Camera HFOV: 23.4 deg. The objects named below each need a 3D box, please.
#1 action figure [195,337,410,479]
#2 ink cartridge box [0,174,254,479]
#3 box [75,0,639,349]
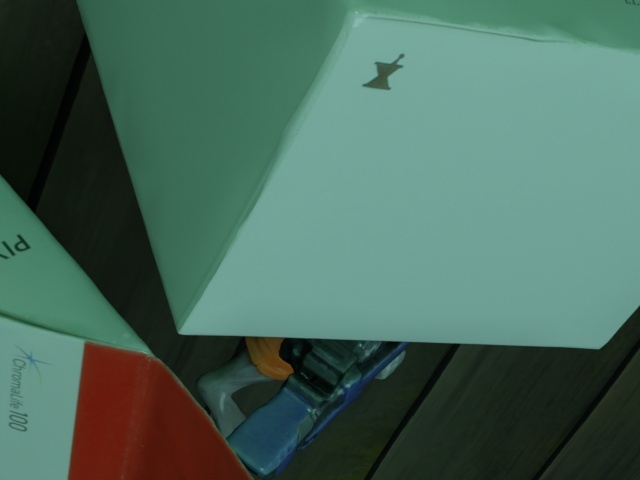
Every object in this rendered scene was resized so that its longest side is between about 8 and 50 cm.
[{"bbox_3d":[0.000,0.000,0.909,0.341,0.178,0.330,-43,172,-38],"label":"action figure"},{"bbox_3d":[-0.183,0.131,0.896,0.091,0.385,0.308,-25,149,-32],"label":"ink cartridge box"},{"bbox_3d":[0.019,-0.139,0.680,0.215,0.345,0.168,4,137,-30],"label":"box"}]
